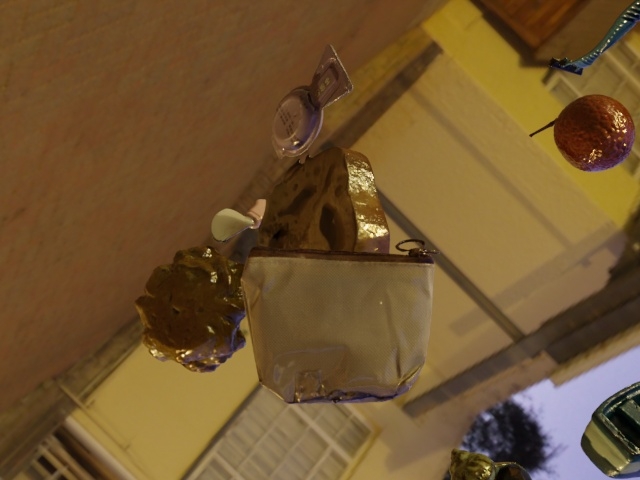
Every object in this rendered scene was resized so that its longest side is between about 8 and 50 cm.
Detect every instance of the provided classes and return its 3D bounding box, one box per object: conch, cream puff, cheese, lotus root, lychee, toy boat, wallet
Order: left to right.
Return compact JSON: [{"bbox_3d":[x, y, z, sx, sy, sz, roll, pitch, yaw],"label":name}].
[{"bbox_3d":[-0.244,0.138,1.634,0.244,0.244,0.196,-46,147,-23],"label":"cream puff"},{"bbox_3d":[-0.021,-0.201,1.266,0.042,0.105,0.191,2,144,-41],"label":"cheese"},{"bbox_3d":[0.000,0.000,1.629,0.390,0.111,0.375,37,-66,56],"label":"lotus root"},{"bbox_3d":[0.035,0.131,1.358,0.068,0.335,0.275,158,-68,-81],"label":"wallet"},{"bbox_3d":[0.371,0.550,1.872,0.187,0.181,0.124,-31,-162,-18],"label":"conch"},{"bbox_3d":[0.361,-0.149,1.114,0.114,0.101,0.140,-11,-136,-1],"label":"lychee"},{"bbox_3d":[0.431,0.222,1.018,0.299,0.096,0.061,-6,130,-37],"label":"toy boat"}]

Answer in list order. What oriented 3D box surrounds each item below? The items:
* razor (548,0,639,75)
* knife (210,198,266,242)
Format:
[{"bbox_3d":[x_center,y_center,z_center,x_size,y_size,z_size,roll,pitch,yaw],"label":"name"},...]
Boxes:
[{"bbox_3d":[0.540,-0.381,1.546,0.253,0.082,0.042,137,-41,-55],"label":"razor"},{"bbox_3d":[-0.170,-0.049,1.788,0.043,0.081,0.336,-57,170,17],"label":"knife"}]
